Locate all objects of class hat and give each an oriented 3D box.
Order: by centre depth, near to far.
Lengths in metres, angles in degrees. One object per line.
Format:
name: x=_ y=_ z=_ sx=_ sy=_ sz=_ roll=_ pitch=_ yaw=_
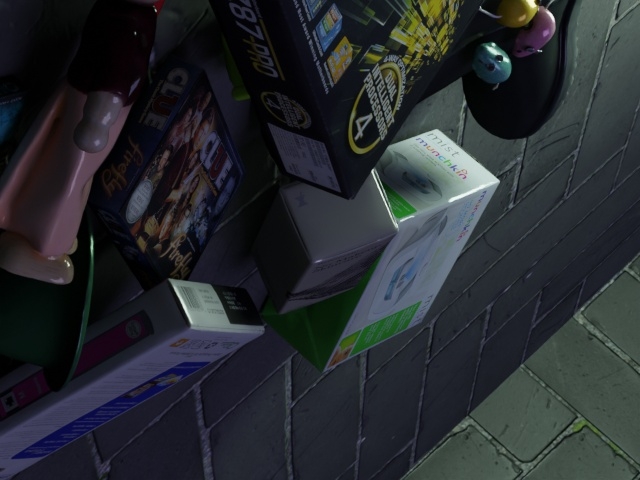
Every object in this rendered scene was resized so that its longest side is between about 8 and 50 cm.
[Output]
hat: x=-0.319 y=0.053 z=1.533 sx=0.183 sy=0.209 sz=0.173 roll=8 pitch=166 yaw=-21

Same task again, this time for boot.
boot: x=0.118 y=-0.182 z=1.865 sx=0.445 sy=0.146 sz=0.367 roll=-36 pitch=149 yaw=-37

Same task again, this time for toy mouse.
toy mouse: x=0.213 y=-0.211 z=1.805 sx=0.161 sy=0.031 sz=0.143 roll=-29 pitch=146 yaw=-38

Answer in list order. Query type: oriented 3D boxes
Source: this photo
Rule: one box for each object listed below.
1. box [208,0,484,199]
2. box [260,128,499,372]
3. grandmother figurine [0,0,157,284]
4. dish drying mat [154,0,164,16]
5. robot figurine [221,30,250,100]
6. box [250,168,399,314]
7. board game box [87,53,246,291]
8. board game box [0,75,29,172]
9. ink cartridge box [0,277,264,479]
box: x=0.034 y=-0.268 z=1.435 sx=0.318 sy=0.097 sz=0.395 roll=-58 pitch=153 yaw=-22
box: x=0.075 y=0.009 z=2.162 sx=0.231 sy=0.127 sz=0.262 roll=-21 pitch=145 yaw=-48
grandmother figurine: x=-0.185 y=-0.132 z=1.386 sx=0.104 sy=0.208 sz=0.342 roll=16 pitch=112 yaw=-21
dish drying mat: x=-0.159 y=-0.194 z=1.488 sx=0.032 sy=0.008 sz=0.083 roll=-19 pitch=145 yaw=-52
robot figurine: x=-0.061 y=-0.184 z=1.618 sx=0.115 sy=0.067 sz=0.101 roll=86 pitch=19 yaw=-61
box: x=0.000 y=0.000 z=1.891 sx=0.113 sy=0.094 sz=0.275 roll=-20 pitch=170 yaw=-12
board game box: x=-0.147 y=-0.055 z=1.644 sx=0.165 sy=0.042 sz=0.243 roll=-62 pitch=164 yaw=-16
board game box: x=-0.328 y=-0.062 z=1.357 sx=0.186 sy=0.026 sz=0.126 roll=-24 pitch=148 yaw=-48
ink cartridge box: x=-0.251 y=0.155 z=1.747 sx=0.371 sy=0.069 sz=0.175 roll=-32 pitch=164 yaw=17
